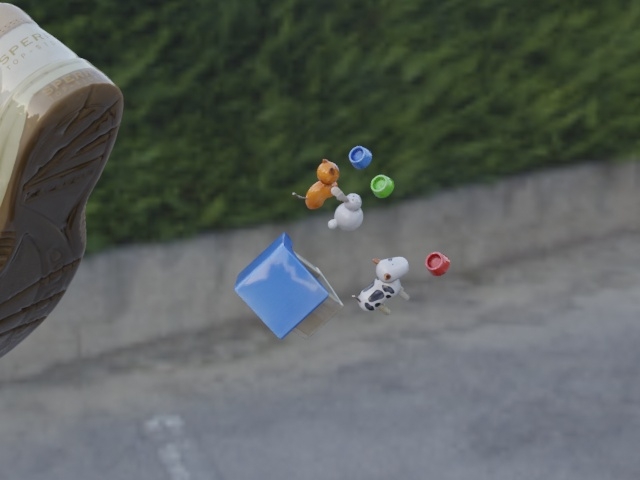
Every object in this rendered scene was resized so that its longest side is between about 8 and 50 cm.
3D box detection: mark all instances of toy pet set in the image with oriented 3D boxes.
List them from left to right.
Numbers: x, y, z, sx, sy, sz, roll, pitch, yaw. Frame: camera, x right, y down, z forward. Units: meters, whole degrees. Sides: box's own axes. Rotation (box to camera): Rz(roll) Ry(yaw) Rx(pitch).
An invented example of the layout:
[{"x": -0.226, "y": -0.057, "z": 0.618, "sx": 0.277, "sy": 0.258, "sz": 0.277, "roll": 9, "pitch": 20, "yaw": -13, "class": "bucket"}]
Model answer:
[{"x": 0.000, "y": 0.000, "z": 0.954, "sx": 0.065, "sy": 0.114, "sz": 0.122, "roll": 38, "pitch": 13, "yaw": -50, "class": "toy pet set"}]

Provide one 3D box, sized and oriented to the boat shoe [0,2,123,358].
[{"x": -0.243, "y": -0.024, "z": 1.103, "sx": 0.110, "sy": 0.341, "sz": 0.121, "roll": 45, "pitch": 41, "yaw": 17, "class": "boat shoe"}]
